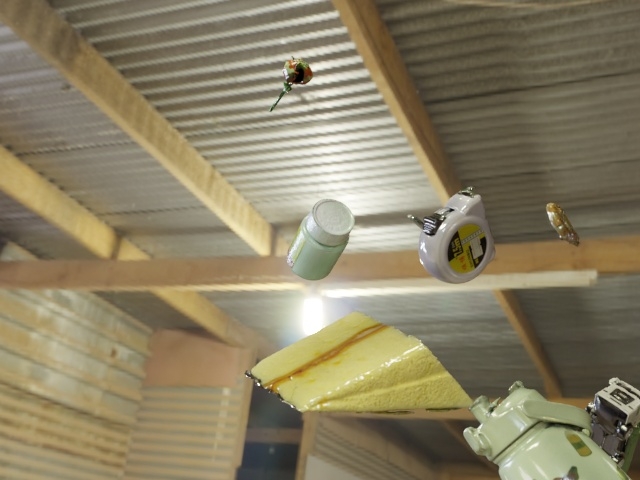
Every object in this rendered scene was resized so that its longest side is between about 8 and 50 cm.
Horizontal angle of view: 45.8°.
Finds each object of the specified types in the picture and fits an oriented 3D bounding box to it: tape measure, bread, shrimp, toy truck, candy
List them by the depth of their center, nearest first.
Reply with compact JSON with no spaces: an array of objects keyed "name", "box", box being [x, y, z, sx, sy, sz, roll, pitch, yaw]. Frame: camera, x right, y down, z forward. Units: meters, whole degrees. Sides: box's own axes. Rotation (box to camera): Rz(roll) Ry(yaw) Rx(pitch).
[{"name":"candy","box":[-0.065,-0.286,1.428,0.055,0.049,0.184,33,-27,-10]},{"name":"toy truck","box":[0.641,0.423,1.651,0.124,0.101,0.243,-21,-52,-29]},{"name":"tape measure","box":[0.299,0.001,1.706,0.105,0.178,0.196,26,-42,57]},{"name":"bread","box":[0.075,0.337,1.741,0.242,0.404,0.346,58,-3,-18]},{"name":"shrimp","box":[0.568,-0.027,1.774,0.043,0.091,0.184,-27,-34,23]}]

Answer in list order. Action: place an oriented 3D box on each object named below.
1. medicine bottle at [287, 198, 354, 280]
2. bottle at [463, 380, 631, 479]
[{"name":"medicine bottle","box":[0.000,0.000,2.078,0.139,0.139,0.225,13,-38,-14]},{"name":"bottle","box":[0.449,0.433,1.488,0.229,0.352,0.229,-33,-24,-16]}]
